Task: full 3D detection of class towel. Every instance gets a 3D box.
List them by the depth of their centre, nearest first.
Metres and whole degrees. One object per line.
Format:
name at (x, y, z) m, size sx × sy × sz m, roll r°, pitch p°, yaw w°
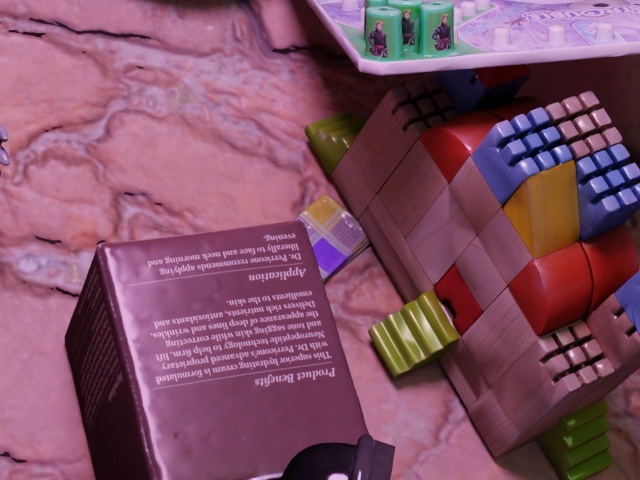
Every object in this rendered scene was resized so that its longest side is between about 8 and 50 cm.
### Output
towel at (0.000, 0.000, 1.543) m, size 0.060 × 0.009 × 0.083 m, roll 45°, pitch 59°, yaw 8°

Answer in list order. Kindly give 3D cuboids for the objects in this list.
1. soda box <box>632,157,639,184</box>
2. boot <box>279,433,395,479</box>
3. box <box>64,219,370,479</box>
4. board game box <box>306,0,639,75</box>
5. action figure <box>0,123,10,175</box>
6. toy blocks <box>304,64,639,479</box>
soda box at (0.381, -0.100, 1.568) m, size 0.083 × 0.263 × 0.092 m, roll -37°, pitch 84°, yaw -30°
boot at (-0.122, 0.240, 1.201) m, size 0.260 × 0.348 × 0.131 m, roll 25°, pitch 20°, yaw -6°
box at (-0.083, 0.115, 1.360) m, size 0.168 × 0.167 × 0.203 m, roll -6°, pitch 65°, yaw -22°
board game box at (0.183, -0.235, 1.532) m, size 0.390 × 0.050 × 0.390 m, roll -5°, pitch 23°, yaw -10°
action figure at (-0.429, -0.085, 1.311) m, size 0.370 × 0.248 × 0.275 m, roll -7°, pitch 64°, yaw -24°
toy blocks at (0.158, -0.013, 1.446) m, size 0.191 × 0.261 × 0.381 m, roll -20°, pitch 71°, yaw -30°
